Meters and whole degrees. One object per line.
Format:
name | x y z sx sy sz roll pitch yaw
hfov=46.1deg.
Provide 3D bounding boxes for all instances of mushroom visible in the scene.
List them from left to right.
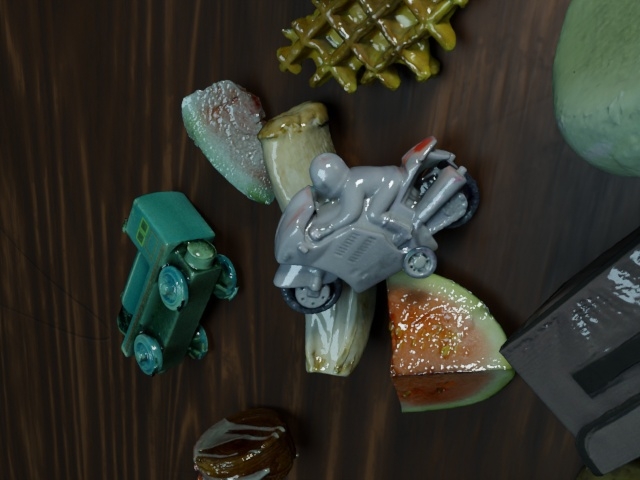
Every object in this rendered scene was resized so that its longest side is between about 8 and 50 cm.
mushroom | 0.000 0.000 0.953 0.095 0.123 0.351 -7 96 54

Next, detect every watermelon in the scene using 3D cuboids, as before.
watermelon | -0.111 -0.135 1.041 0.094 0.081 0.180 -12 114 27
watermelon | 0.134 0.114 0.905 0.193 0.137 0.145 -35 47 43

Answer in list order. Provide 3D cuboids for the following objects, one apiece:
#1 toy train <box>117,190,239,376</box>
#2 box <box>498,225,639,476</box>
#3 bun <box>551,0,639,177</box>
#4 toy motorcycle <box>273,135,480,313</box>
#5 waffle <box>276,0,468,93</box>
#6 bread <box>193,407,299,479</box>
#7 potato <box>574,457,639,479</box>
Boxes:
toy train | -0.251 0.080 1.214 0.194 0.120 0.298 49 132 26
box | 0.314 0.055 0.661 0.153 0.188 0.252 49 134 13
bun | 0.318 -0.160 0.560 0.187 0.293 0.293 27 130 -12
toy motorcycle | 0.044 -0.027 0.849 0.260 0.110 0.171 -33 113 10
waffle | 0.047 -0.307 0.817 0.260 0.069 0.293 9 123 30
bread | -0.116 0.326 1.154 0.160 0.160 0.073 -6 112 42
potato | 0.330 0.337 0.821 0.164 0.081 0.200 7 108 41
